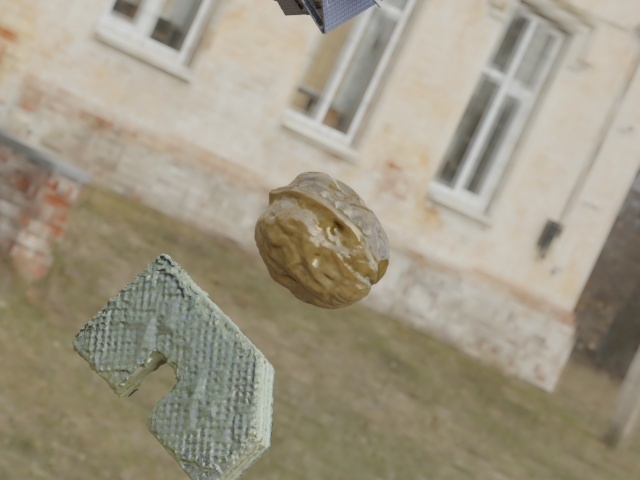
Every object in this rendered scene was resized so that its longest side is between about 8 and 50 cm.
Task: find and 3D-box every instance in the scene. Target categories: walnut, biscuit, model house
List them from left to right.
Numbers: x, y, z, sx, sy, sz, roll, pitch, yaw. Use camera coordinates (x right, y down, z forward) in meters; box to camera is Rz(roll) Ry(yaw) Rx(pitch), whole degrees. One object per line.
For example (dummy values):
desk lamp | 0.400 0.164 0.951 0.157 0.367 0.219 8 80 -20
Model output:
biscuit | -0.142 0.139 1.706 0.250 0.147 0.046 45 -7 27
model house | -0.004 -0.224 1.351 0.167 0.117 0.088 5 -57 50
walnut | 0.000 0.000 1.106 0.096 0.079 0.082 44 -27 -2
